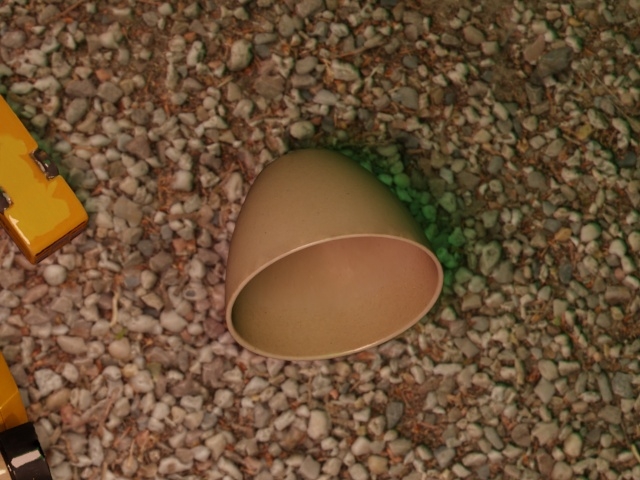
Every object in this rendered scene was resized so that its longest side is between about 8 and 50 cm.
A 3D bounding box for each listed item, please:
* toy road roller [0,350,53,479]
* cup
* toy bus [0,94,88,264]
[{"bbox_3d":[-0.506,0.319,1.823,0.203,0.240,0.329,-21,47,-18],"label":"toy road roller"},{"bbox_3d":[0.000,0.000,1.962,0.331,0.331,0.237,-3,53,-15],"label":"cup"},{"bbox_3d":[-0.490,-0.131,1.930,0.108,0.130,0.332,-37,89,-18],"label":"toy bus"}]
